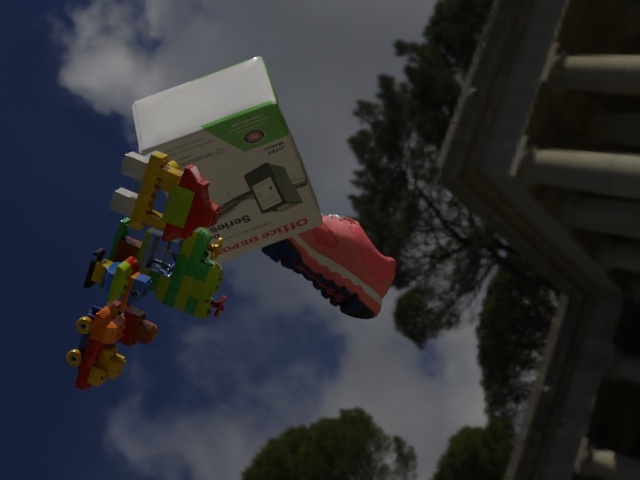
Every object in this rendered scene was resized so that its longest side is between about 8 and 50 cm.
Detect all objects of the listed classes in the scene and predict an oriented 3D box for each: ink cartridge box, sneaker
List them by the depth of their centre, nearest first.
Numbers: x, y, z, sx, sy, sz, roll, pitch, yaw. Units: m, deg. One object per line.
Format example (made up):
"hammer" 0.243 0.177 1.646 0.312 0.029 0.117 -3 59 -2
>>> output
"ink cartridge box" -0.128 -0.107 1.327 0.198 0.114 0.273 -20 -40 2
"sneaker" 0.000 0.000 1.590 0.314 0.116 0.136 40 -115 -7

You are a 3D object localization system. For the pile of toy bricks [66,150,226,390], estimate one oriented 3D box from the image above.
"pile of toy bricks" -0.127 0.030 0.756 0.118 0.105 0.212 -58 -10 -73
